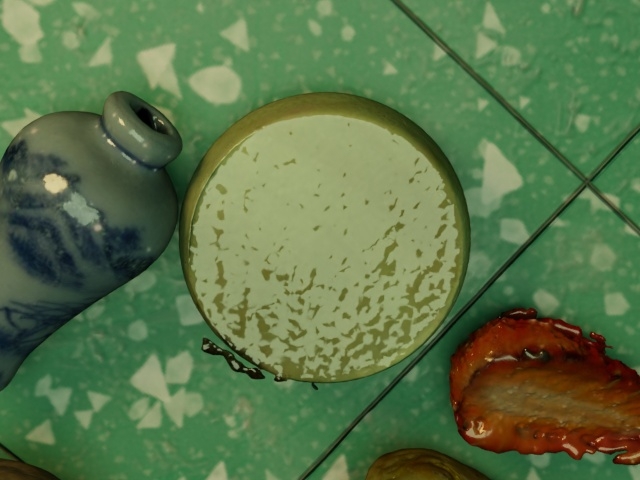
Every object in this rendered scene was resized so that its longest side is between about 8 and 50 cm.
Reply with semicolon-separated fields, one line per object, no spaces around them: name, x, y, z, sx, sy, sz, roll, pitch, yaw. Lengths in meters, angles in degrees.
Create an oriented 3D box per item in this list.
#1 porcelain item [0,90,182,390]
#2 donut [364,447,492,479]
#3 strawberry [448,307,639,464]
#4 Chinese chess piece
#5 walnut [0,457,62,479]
porcelain item;-0.205;0.002;0.821;0.141;0.141;0.259;39;109;-9
donut;0.134;0.280;0.850;0.261;0.208;0.128;30;100;-3
strawberry;0.192;0.123;0.889;0.188;0.082;0.121;18;121;-15
Chinese chess piece;0.000;0.000;0.843;0.237;0.092;0.238;-1;102;-3
walnut;-0.265;0.287;0.845;0.224;0.224;0.224;0;102;-2
